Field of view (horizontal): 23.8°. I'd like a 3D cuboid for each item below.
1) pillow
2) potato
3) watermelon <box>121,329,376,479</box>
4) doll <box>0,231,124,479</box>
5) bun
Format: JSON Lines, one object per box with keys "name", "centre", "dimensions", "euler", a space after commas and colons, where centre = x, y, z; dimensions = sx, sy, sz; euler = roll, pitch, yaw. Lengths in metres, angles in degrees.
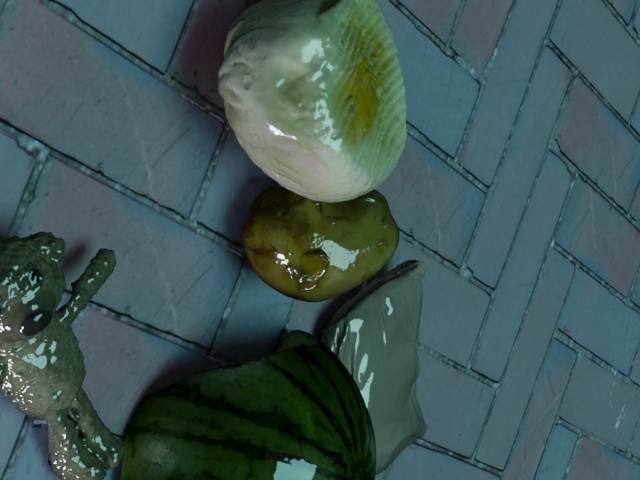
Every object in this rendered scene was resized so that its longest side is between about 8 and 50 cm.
{"name": "pillow", "centre": [0.068, 0.172, 1.811], "dimensions": [0.173, 0.067, 0.270], "euler": [-28, 126, -40]}
{"name": "potato", "centre": [0.000, 0.000, 1.579], "dimensions": [0.176, 0.137, 0.137], "euler": [0, 105, -31]}
{"name": "watermelon", "centre": [-0.048, 0.258, 1.589], "dimensions": [0.330, 0.189, 0.331], "euler": [-17, 113, -46]}
{"name": "doll", "centre": [-0.249, 0.119, 1.334], "dimensions": [0.202, 0.091, 0.286], "euler": [-16, 127, -39]}
{"name": "bun", "centre": [-0.013, -0.156, 1.483], "dimensions": [0.244, 0.153, 0.244], "euler": [-2, 90, -68]}
